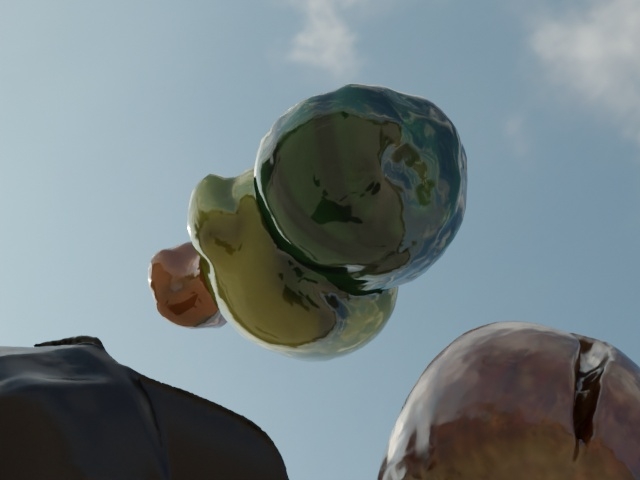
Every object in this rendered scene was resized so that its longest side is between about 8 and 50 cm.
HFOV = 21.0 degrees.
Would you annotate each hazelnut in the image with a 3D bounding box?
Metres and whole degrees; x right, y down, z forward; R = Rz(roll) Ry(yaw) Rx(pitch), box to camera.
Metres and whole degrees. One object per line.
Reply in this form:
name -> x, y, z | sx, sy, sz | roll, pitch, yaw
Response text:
hazelnut -> 0.096, 0.109, 0.724 | 0.154, 0.143, 0.143 | 49, -56, -4

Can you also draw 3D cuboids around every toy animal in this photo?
toy animal -> 0.001, 0.002, 1.516 | 0.338, 0.216, 0.191 | -43, -128, 46

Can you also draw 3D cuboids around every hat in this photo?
hat -> -0.194, 0.185, 1.112 | 0.336, 0.209, 0.238 | 12, -84, 34
